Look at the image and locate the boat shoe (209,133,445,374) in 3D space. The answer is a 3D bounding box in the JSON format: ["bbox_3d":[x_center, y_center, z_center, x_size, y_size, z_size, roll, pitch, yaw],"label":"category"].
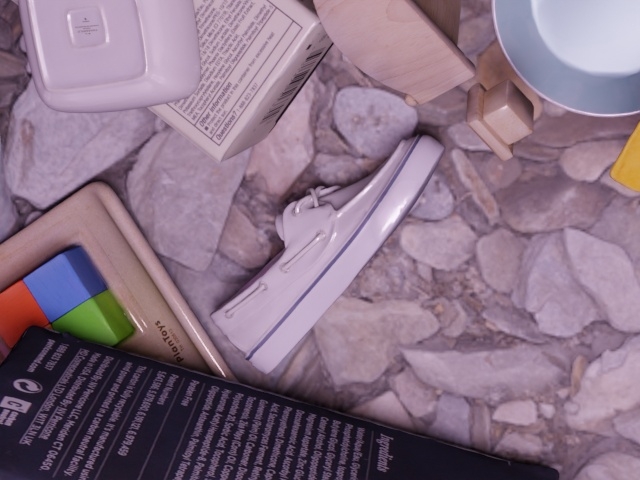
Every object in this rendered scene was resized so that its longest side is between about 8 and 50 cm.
[{"bbox_3d":[0.000,0.000,1.318,0.084,0.095,0.258,40,107,0],"label":"boat shoe"}]

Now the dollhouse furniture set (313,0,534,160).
[{"bbox_3d":[0.002,-0.246,1.237,0.174,0.303,0.355,-28,122,32],"label":"dollhouse furniture set"}]

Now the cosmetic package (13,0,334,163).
[{"bbox_3d":[-0.138,-0.217,1.294,0.296,0.129,0.153,40,110,4],"label":"cosmetic package"}]

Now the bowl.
[{"bbox_3d":[-0.172,-0.168,1.218,0.142,0.053,0.142,-5,101,19],"label":"bowl"}]

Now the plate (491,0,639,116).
[{"bbox_3d":[0.230,-0.192,1.254,0.188,0.024,0.188,3,102,14],"label":"plate"}]

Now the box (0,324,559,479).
[{"bbox_3d":[-0.093,0.383,1.272,0.471,0.297,0.480,15,108,-1],"label":"box"}]

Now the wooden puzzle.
[{"bbox_3d":[-0.245,0.166,1.426,0.348,0.080,0.322,-33,92,19],"label":"wooden puzzle"}]

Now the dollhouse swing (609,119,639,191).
[{"bbox_3d":[0.454,-0.126,1.127,0.347,0.305,0.315,31,131,7],"label":"dollhouse swing"}]
